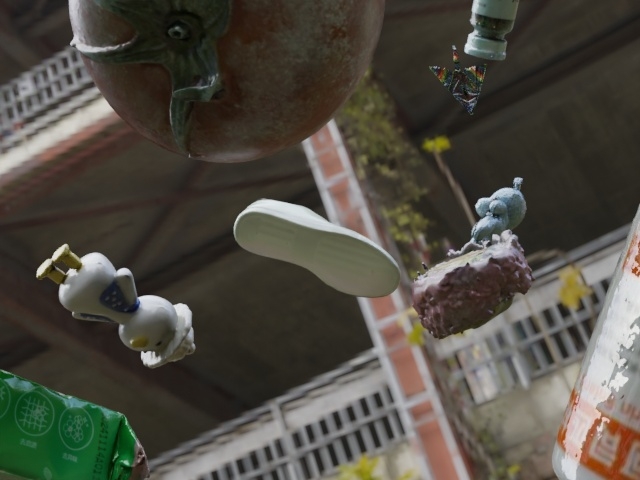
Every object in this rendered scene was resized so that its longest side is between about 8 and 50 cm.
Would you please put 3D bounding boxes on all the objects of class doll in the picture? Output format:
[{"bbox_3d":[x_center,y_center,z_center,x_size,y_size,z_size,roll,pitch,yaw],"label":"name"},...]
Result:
[{"bbox_3d":[-0.314,0.108,2.119,0.138,0.119,0.293,-37,-57,27],"label":"doll"},{"bbox_3d":[0.294,-0.039,2.319,0.179,0.075,0.120,-29,-33,-46],"label":"doll"}]

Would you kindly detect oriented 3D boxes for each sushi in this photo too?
[{"bbox_3d":[0.192,0.075,1.891,0.161,0.108,0.241,-27,4,-31],"label":"sushi"}]

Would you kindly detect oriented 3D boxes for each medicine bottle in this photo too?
[{"bbox_3d":[0.311,0.162,1.121,0.211,0.211,0.372,11,-80,-40],"label":"medicine bottle"},{"bbox_3d":[0.198,-0.294,1.448,0.051,0.051,0.191,0,-70,-29],"label":"medicine bottle"}]

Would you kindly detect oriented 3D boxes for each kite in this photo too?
[{"bbox_3d":[0.170,-0.195,1.624,0.004,0.122,0.090,-26,-68,-24],"label":"kite"}]

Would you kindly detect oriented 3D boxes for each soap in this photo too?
[{"bbox_3d":[-0.312,0.157,1.127,0.217,0.098,0.273,-21,-36,40],"label":"soap"}]

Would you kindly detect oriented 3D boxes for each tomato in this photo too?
[{"bbox_3d":[-0.093,-0.235,1.323,0.316,0.282,0.317,9,-60,16],"label":"tomato"}]

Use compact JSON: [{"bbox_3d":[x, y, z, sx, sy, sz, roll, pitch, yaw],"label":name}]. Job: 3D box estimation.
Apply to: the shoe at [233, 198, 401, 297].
[{"bbox_3d":[0.000,0.000,2.041,0.265,0.110,0.095,22,-69,-5],"label":"shoe"}]
